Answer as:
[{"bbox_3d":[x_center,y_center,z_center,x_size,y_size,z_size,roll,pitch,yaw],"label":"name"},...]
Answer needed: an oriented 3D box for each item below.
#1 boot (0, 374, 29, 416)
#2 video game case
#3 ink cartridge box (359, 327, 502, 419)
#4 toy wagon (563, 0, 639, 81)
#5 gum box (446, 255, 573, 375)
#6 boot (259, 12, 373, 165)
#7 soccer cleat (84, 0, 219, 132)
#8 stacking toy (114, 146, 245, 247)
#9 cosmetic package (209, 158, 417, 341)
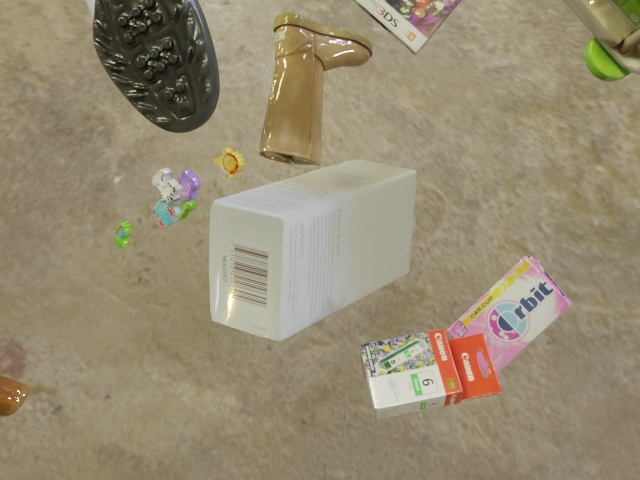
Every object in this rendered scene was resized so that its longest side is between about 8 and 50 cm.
[{"bbox_3d":[-0.486,0.109,0.919,0.264,0.096,0.280,-7,153,32],"label":"boot"},{"bbox_3d":[0.163,-0.480,1.531,0.210,0.042,0.232,41,97,-1],"label":"video game case"},{"bbox_3d":[0.096,0.112,0.764,0.115,0.063,0.029,-11,148,-3],"label":"ink cartridge box"},{"bbox_3d":[0.313,-0.226,0.799,0.068,0.267,0.344,-43,91,-11],"label":"toy wagon"},{"bbox_3d":[0.316,0.123,1.452,0.188,0.062,0.107,-46,75,12],"label":"gum box"},{"bbox_3d":[-0.008,-0.273,1.683,0.236,0.089,0.270,9,79,-32],"label":"boot"},{"bbox_3d":[-0.180,-0.245,0.843,0.108,0.116,0.318,-33,84,12],"label":"soccer cleat"},{"bbox_3d":[-0.244,-0.067,1.509,0.052,0.167,0.221,54,131,8],"label":"stacking toy"},{"bbox_3d":[0.000,0.000,0.837,0.085,0.231,0.117,14,110,31],"label":"cosmetic package"}]
